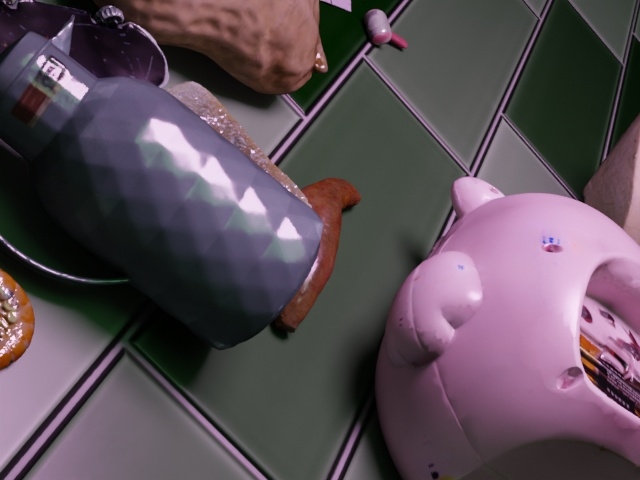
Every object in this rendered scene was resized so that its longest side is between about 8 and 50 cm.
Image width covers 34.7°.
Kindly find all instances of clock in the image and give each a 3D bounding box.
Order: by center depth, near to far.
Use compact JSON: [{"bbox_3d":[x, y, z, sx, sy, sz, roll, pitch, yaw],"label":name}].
[{"bbox_3d":[0.235,0.112,1.029,0.368,0.250,0.376,37,38,-22],"label":"clock"}]

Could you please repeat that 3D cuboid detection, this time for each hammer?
[{"bbox_3d":[0.095,-0.285,1.413,0.083,0.031,0.052,20,50,-48],"label":"hammer"}]

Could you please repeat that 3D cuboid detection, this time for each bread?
[{"bbox_3d":[-0.101,-0.073,0.958,0.193,0.036,0.112,48,44,15],"label":"bread"}]

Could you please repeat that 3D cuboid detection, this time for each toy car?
[{"bbox_3d":[-0.223,-0.163,0.902,0.205,0.056,0.095,0,60,-49],"label":"toy car"}]

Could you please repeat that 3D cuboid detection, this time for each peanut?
[{"bbox_3d":[-0.103,-0.257,1.045,0.291,0.159,0.143,20,21,-39],"label":"peanut"}]

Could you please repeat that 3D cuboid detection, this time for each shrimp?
[{"bbox_3d":[-0.255,0.036,0.717,0.127,0.025,0.091,52,35,-7],"label":"shrimp"}]

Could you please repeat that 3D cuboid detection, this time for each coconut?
[{"bbox_3d":[0.536,-0.055,1.507,0.323,0.323,0.323,30,40,-30],"label":"coconut"}]

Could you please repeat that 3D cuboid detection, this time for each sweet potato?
[{"bbox_3d":[-0.005,-0.010,1.030,0.078,0.058,0.255,59,28,-22],"label":"sweet potato"}]

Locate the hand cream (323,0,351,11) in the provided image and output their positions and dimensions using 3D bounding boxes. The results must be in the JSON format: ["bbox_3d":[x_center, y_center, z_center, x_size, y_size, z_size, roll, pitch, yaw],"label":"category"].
[{"bbox_3d":[0.012,-0.384,1.374,0.084,0.053,0.142,5,84,-47],"label":"hand cream"}]

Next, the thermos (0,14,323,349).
[{"bbox_3d":[-0.152,-0.034,0.815,0.286,0.145,0.182,38,71,-18],"label":"thermos"}]
